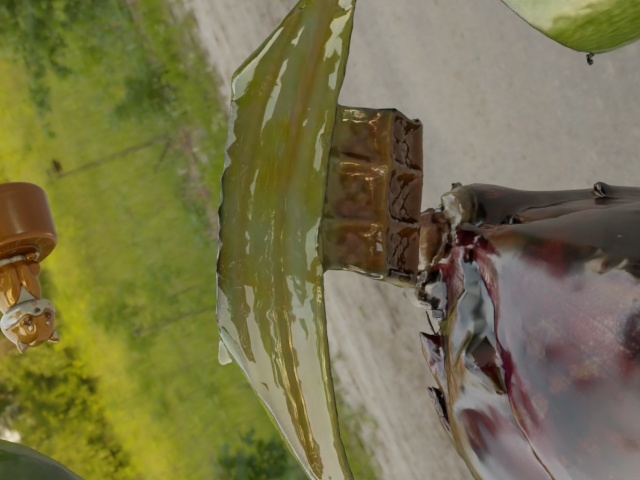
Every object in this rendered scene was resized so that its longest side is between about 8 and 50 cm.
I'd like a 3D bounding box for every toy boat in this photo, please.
[{"bbox_3d":[0.000,0.000,0.333,0.065,0.066,0.172,121,151,-81],"label":"toy boat"}]

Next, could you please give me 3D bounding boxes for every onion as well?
[{"bbox_3d":[0.176,0.072,0.596,0.281,0.221,0.281,43,177,2],"label":"onion"}]

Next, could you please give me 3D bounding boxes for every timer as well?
[{"bbox_3d":[-0.306,0.038,1.023,0.152,0.132,0.132,62,162,13],"label":"timer"}]

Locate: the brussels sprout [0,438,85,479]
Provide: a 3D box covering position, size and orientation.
[{"bbox_3d":[-0.332,0.334,0.947,0.268,0.344,0.344,-81,-21,-60],"label":"brussels sprout"}]

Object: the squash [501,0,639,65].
[{"bbox_3d":[0.154,-0.195,0.344,0.260,0.189,0.189,-33,79,35],"label":"squash"}]
